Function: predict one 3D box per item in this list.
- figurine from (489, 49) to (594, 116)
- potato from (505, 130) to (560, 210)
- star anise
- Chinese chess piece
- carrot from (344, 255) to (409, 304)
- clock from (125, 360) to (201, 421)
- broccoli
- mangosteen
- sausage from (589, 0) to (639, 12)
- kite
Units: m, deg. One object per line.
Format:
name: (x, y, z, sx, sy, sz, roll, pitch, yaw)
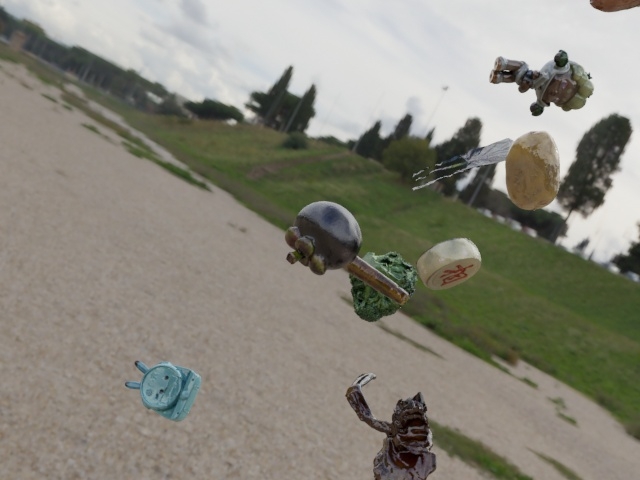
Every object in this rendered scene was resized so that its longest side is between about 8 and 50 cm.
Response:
figurine: (0.421, -0.299, 1.564, 0.197, 0.147, 0.093, 1, 47, -15)
potato: (0.468, -0.154, 1.834, 0.118, 0.178, 0.109, -4, 10, -21)
star anise: (0.145, 0.383, 1.635, 0.148, 0.237, 0.346, -9, 40, -12)
Chinese chess piece: (0.242, 0.045, 1.564, 0.122, 0.122, 0.051, 26, 38, -53)
carrot: (0.113, 0.081, 1.714, 0.170, 0.042, 0.042, 34, 4, 28)
clock: (-0.324, 0.298, 1.691, 0.147, 0.108, 0.045, 18, -15, 18)
broccoli: (0.149, 0.110, 2.003, 0.195, 0.195, 0.156, 29, -14, 44)
mangosteen: (0.000, 0.000, 1.528, 0.137, 0.151, 0.137, 41, -28, 27)
sausage: (0.626, -0.496, 1.512, 0.078, 0.304, 0.078, 56, -6, 8)
kite: (0.361, -0.195, 2.081, 0.152, 0.285, 0.015, -89, 157, -67)
